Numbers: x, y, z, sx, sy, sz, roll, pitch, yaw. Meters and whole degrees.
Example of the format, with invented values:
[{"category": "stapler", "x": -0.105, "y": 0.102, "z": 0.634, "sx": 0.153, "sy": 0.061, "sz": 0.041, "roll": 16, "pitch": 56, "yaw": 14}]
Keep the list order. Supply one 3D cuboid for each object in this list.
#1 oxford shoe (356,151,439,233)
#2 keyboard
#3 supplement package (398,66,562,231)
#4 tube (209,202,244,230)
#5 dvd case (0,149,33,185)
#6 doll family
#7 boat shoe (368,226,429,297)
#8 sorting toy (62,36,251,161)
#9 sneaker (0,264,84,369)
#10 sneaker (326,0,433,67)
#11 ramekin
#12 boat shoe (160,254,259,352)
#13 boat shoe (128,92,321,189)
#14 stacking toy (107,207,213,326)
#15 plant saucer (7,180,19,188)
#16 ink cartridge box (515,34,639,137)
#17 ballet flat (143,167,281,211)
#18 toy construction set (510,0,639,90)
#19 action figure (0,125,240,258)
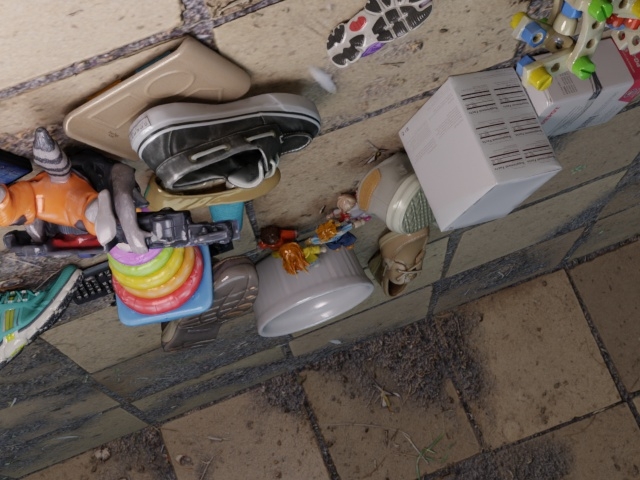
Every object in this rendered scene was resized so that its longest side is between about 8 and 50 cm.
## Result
[{"category": "oxford shoe", "x": 0.206, "y": -0.107, "z": 2.148, "sx": 0.449, "sy": 0.130, "sz": 0.169, "roll": -14, "pitch": 126, "yaw": -60}, {"category": "keyboard", "x": -0.317, "y": 0.058, "z": 2.103, "sx": 0.317, "sy": 0.033, "sz": 0.201, "roll": -19, "pitch": 159, "yaw": -7}, {"category": "supplement package", "x": 0.271, "y": -0.155, "z": 1.904, "sx": 0.149, "sy": 0.203, "sz": 0.194, "roll": -13, "pitch": 162, "yaw": -29}, {"category": "tube", "x": -0.163, "y": -0.062, "z": 1.908, "sx": 0.080, "sy": 0.052, "sz": 0.207, "roll": 1, "pitch": 161, "yaw": -3}, {"category": "dvd case", "x": -0.533, "y": -0.061, "z": 1.464, "sx": 0.253, "sy": 0.022, "sz": 0.180, "roll": -27, "pitch": 165, "yaw": 15}, {"category": "doll family", "x": 0.000, "y": 0.000, "z": 2.204, "sx": 0.263, "sy": 0.118, "sz": 0.163, "roll": -25, "pitch": 164, "yaw": 9}, {"category": "boat shoe", "x": 0.203, "y": 0.045, "z": 2.641, "sx": 0.122, "sy": 0.110, "sz": 0.341, "roll": -19, "pitch": 164, "yaw": -13}, {"category": "sorting toy", "x": -0.214, "y": -0.187, "z": 1.464, "sx": 0.208, "sy": 0.038, "sz": 0.193, "roll": -31, "pitch": 163, "yaw": 15}, {"category": "sneaker", "x": -0.536, "y": 0.132, "z": 1.947, "sx": 0.275, "sy": 0.110, "sz": 0.107, "roll": -40, "pitch": -178, "yaw": -1}, {"category": "sneaker", "x": 0.082, "y": -0.293, "z": 1.490, "sx": 0.170, "sy": 0.068, "sz": 0.071, "roll": -23, "pitch": -178, "yaw": 36}, {"category": "ramekin", "x": -0.031, "y": 0.098, "z": 2.457, "sx": 0.277, "sy": 0.135, "sz": 0.277, "roll": -21, "pitch": 165, "yaw": -6}, {"category": "boat shoe", "x": -0.227, "y": 0.098, "z": 2.074, "sx": 0.132, "sy": 0.130, "sz": 0.355, "roll": -4, "pitch": 157, "yaw": -32}, {"category": "boat shoe", "x": -0.115, "y": -0.123, "z": 1.531, "sx": 0.335, "sy": 0.119, "sz": 0.121, "roll": -13, "pitch": 161, "yaw": -45}, {"category": "stacking toy", "x": -0.297, "y": 0.009, "z": 1.826, "sx": 0.175, "sy": 0.165, "sz": 0.302, "roll": -12, "pitch": 153, "yaw": 5}, {"category": "plant saucer", "x": -0.452, "y": -0.055, "z": 1.535, "sx": 0.083, "sy": 0.015, "sz": 0.083, "roll": -28, "pitch": -168, "yaw": 6}, {"category": "ink cartridge box", "x": 0.441, "y": -0.265, "z": 1.961, "sx": 0.237, "sy": 0.100, "sz": 0.172, "roll": -16, "pitch": 163, "yaw": -24}, {"category": "ballet flat", "x": -0.166, "y": -0.095, "z": 1.757, "sx": 0.232, "sy": 0.080, "sz": 0.073, "roll": -17, "pitch": 149, "yaw": -21}, {"category": "toy construction set", "x": 0.433, "y": -0.333, "z": 1.634, "sx": 0.328, "sy": 0.151, "sz": 0.215, "roll": -18, "pitch": 141, "yaw": -44}, {"category": "action figure", "x": -0.286, "y": -0.063, "z": 1.477, "sx": 0.341, "sy": 0.178, "sz": 0.330, "roll": -3, "pitch": -175, "yaw": 4}]
